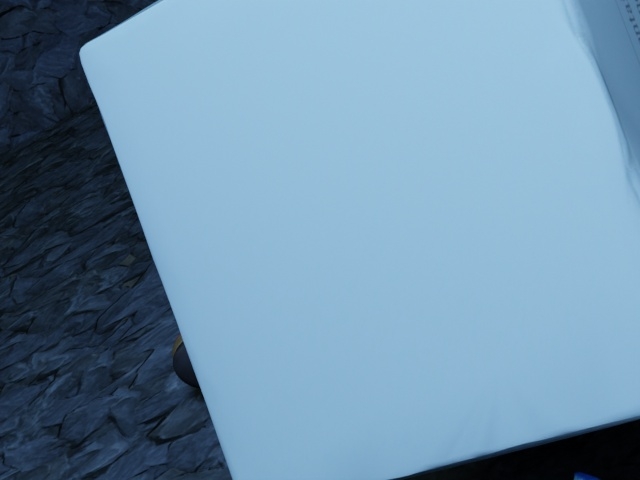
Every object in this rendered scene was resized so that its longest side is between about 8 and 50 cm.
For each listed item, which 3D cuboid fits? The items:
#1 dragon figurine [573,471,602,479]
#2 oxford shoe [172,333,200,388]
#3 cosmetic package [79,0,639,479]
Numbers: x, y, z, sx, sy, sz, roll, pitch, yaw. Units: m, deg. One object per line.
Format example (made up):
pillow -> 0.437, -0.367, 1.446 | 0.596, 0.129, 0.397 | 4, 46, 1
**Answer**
dragon figurine -> 0.147, 0.191, 0.761 | 0.085, 0.289, 0.144 | -46, -11, -37
oxford shoe -> -0.051, 0.119, 1.296 | 0.271, 0.097, 0.098 | -11, 36, 40
cosmetic package -> 0.125, -0.055, 0.927 | 0.327, 0.329, 0.394 | -22, -3, 34
